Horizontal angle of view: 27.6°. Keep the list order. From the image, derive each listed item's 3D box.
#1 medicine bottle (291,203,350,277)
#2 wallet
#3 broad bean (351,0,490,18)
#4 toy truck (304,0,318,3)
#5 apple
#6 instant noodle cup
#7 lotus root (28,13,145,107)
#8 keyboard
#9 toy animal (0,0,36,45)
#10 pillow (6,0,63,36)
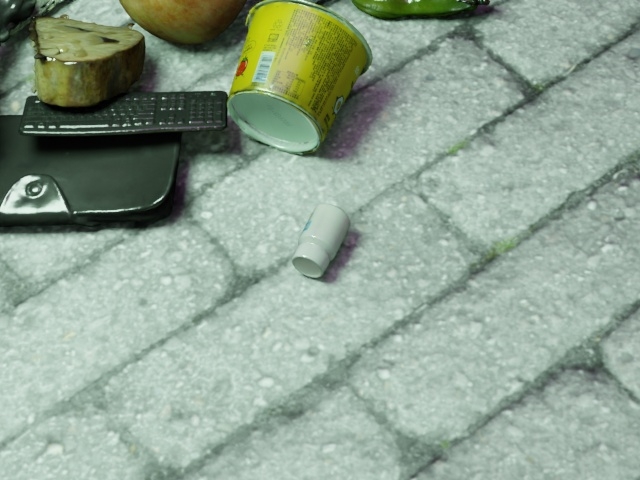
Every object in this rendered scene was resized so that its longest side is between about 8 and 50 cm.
[{"bbox_3d":[0.000,0.000,1.661,0.052,0.052,0.089,17,58,16],"label":"medicine bottle"},{"bbox_3d":[-0.374,-0.099,1.763,0.378,0.051,0.197,-1,52,5],"label":"wallet"},{"bbox_3d":[0.142,-0.353,1.906,0.214,0.048,0.070,8,56,13],"label":"broad bean"},{"bbox_3d":[0.044,-0.495,1.946,0.363,0.176,0.178,-32,71,-19],"label":"toy truck"},{"bbox_3d":[-0.199,-0.376,1.855,0.188,0.174,0.188,-4,83,32],"label":"apple"},{"bbox_3d":[-0.039,-0.214,1.752,0.182,0.182,0.144,16,66,15],"label":"instant noodle cup"},{"bbox_3d":[-0.329,-0.258,1.814,0.170,0.074,0.260,-3,24,-6],"label":"lotus root"},{"bbox_3d":[-0.316,-0.166,1.751,0.381,0.041,0.103,-7,37,1],"label":"keyboard"},{"bbox_3d":[-0.506,-0.242,1.792,0.168,0.106,0.343,-11,45,18],"label":"toy animal"},{"bbox_3d":[-0.430,-0.392,1.976,0.229,0.051,0.128,-38,64,-23],"label":"pillow"}]
